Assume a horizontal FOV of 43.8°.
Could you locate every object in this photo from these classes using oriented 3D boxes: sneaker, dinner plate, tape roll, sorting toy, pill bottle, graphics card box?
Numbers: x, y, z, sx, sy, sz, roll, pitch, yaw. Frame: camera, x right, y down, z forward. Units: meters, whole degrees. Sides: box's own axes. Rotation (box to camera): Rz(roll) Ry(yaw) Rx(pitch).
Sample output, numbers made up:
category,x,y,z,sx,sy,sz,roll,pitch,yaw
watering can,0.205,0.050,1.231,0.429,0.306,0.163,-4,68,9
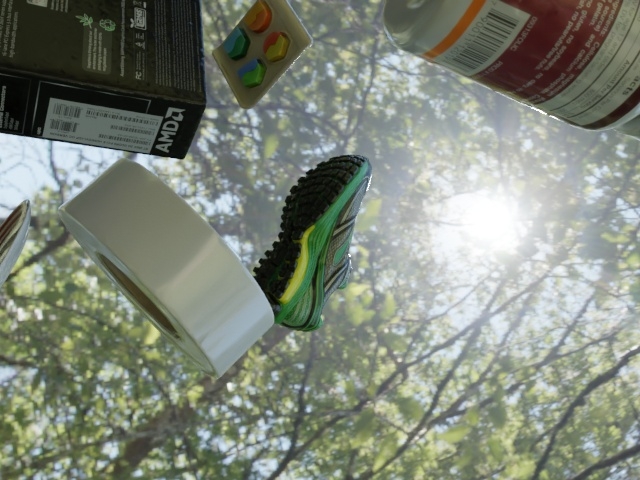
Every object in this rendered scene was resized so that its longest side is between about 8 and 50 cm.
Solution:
category,x,y,z,sx,sy,sz,roll,pitch,yaw
sneaker,0.000,0.000,1.409,0.134,0.146,0.343,14,-107,51
dinner plate,-0.307,0.024,0.749,0.141,0.017,0.141,-38,-148,29
tape roll,-0.188,0.037,0.981,0.286,0.286,0.100,32,-112,35
sorting toy,-0.131,-0.409,1.679,0.208,0.038,0.193,-41,-120,22
pill bottle,0.295,-0.266,0.956,0.224,0.392,0.224,-52,-152,43
graphics card box,-0.294,-0.211,0.719,0.094,0.371,0.232,124,-36,-50
